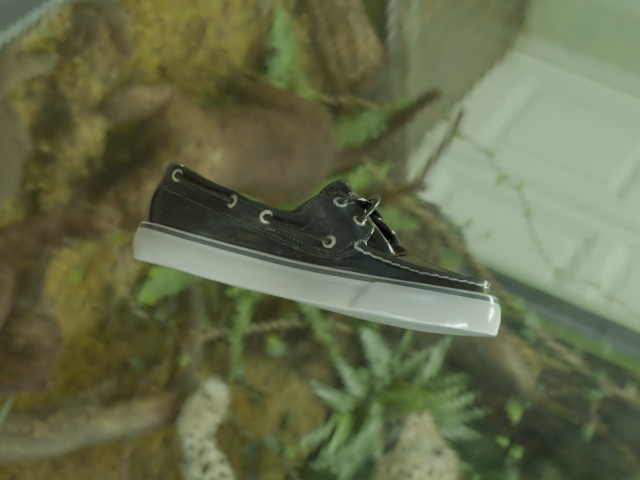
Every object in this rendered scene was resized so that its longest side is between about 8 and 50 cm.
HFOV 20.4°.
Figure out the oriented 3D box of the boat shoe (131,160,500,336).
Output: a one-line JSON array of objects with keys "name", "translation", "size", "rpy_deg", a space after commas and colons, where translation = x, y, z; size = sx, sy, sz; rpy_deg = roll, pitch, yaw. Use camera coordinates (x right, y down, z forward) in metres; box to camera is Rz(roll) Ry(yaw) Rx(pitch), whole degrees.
[{"name": "boat shoe", "translation": [0.000, 0.000, 1.025], "size": [0.080, 0.228, 0.076], "rpy_deg": [20, 83, -63]}]
